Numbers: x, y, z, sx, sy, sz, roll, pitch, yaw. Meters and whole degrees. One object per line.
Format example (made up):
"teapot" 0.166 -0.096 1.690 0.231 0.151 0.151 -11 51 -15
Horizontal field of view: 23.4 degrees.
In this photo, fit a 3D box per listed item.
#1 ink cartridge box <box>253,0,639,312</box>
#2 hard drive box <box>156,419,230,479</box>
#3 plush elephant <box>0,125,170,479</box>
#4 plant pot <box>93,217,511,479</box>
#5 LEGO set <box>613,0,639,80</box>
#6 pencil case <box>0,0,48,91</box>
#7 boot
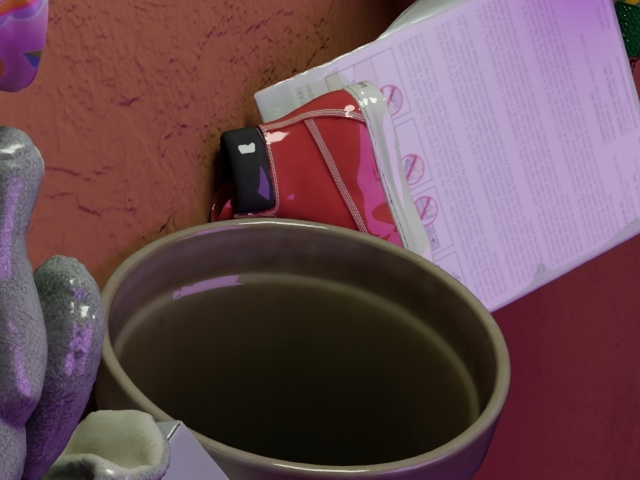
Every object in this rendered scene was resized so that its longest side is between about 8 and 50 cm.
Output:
"ink cartridge box" 0.135 -0.086 1.507 0.385 0.091 0.308 -26 112 -17
"hard drive box" -0.114 0.241 1.099 0.232 0.181 0.089 54 49 -24
"plush elephant" -0.240 0.121 0.922 0.272 0.255 0.330 -26 89 -11
"plant pot" -0.029 0.182 1.262 0.323 0.323 0.280 -41 147 -49
"LEGO set" 0.288 -0.180 1.746 0.192 0.255 0.331 -36 132 -52
"pencil case" -0.281 -0.134 0.776 0.284 0.124 0.124 -4 103 -30
"boot" 0.000 0.000 1.374 0.176 0.088 0.244 -22 103 -14
